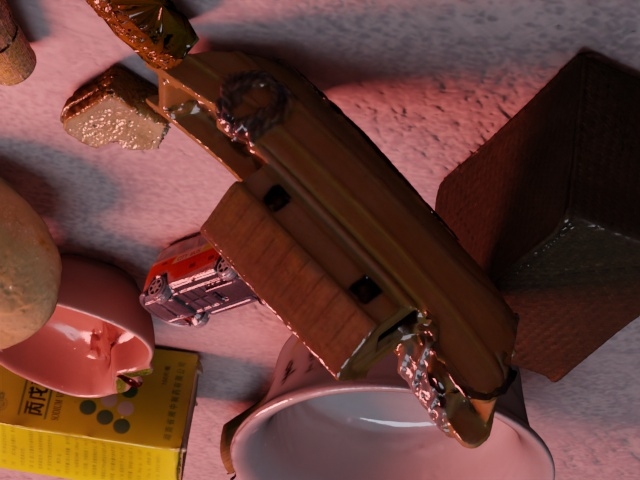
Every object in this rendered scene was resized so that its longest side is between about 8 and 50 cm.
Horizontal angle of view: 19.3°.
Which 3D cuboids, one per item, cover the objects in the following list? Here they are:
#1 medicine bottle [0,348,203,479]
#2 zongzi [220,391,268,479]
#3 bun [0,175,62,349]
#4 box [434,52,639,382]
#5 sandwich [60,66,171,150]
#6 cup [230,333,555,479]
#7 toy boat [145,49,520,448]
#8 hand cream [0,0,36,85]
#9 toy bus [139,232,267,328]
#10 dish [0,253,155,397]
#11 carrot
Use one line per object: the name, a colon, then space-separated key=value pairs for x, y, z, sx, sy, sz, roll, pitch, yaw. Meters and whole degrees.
medicine bottle: x=-0.270 y=0.196 z=2.201 sx=0.250 sy=0.137 sz=0.141 roll=9 pitch=150 yaw=0
zongzi: x=-0.004 y=0.243 z=2.260 sx=0.204 sy=0.094 sz=0.205 roll=13 pitch=154 yaw=-22
bun: x=-0.372 y=0.024 z=1.890 sx=0.222 sy=0.127 sz=0.222 roll=8 pitch=118 yaw=16
box: x=0.215 y=-0.012 z=1.670 sx=0.143 sy=0.184 sz=0.273 roll=20 pitch=148 yaw=-16
sandwich: x=-0.189 y=-0.116 z=1.756 sx=0.105 sy=0.036 sz=0.093 roll=-20 pitch=139 yaw=41
cup: x=0.083 y=0.181 z=2.039 sx=0.347 sy=0.163 sz=0.347 roll=5 pitch=145 yaw=3
toy boat: x=0.000 y=0.000 z=1.614 sx=0.445 sy=0.162 sz=0.136 roll=49 pitch=159 yaw=21
hand cream: x=-0.294 y=-0.199 z=1.620 sx=0.084 sy=0.084 sz=0.203 roll=1 pitch=155 yaw=15
toy bus: x=-0.107 y=0.033 z=1.939 sx=0.174 sy=0.077 sz=0.079 roll=-18 pitch=140 yaw=39
dish: x=-0.270 y=0.084 z=2.062 sx=0.213 sy=0.090 sz=0.213 roll=9 pitch=148 yaw=6
carrot: x=-0.174 y=-0.219 z=1.554 sx=0.069 sy=0.069 sz=0.229 roll=-7 pitch=147 yaw=26
